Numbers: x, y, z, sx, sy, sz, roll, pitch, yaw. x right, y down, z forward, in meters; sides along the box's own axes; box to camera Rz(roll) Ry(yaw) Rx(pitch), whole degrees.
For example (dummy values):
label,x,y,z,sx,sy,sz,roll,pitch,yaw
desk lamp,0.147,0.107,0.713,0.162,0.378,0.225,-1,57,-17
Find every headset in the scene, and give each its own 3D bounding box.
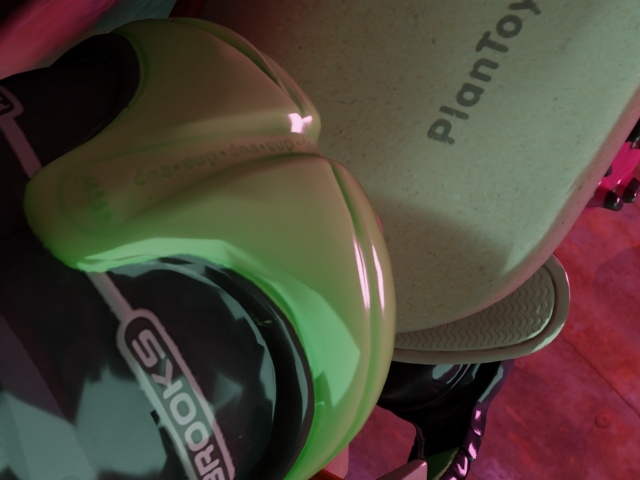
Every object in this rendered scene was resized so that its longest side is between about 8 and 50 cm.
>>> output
label,x,y,z,sx,sy,sz,roll,pitch,yaw
headset,0.011,0.024,1.335,0.185,0.243,0.394,-23,-148,38

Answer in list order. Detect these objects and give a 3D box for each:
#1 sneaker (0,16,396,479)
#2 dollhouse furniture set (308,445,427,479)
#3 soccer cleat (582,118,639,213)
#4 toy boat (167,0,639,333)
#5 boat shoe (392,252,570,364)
label,x,y,z,sx,sy,sz,roll,pitch,yaw
sneaker,-0.181,0.104,0.599,0.202,0.185,0.483,-14,152,-48
dollhouse furniture set,-0.086,0.108,1.087,0.135,0.262,0.259,-38,141,-39
soccer cleat,0.067,-0.083,0.880,0.331,0.143,0.116,-1,113,-67
toy boat,0.023,-0.086,0.640,0.231,0.151,0.151,-60,-150,23
boat shoe,0.000,0.000,0.899,0.079,0.233,0.084,-51,149,-71
